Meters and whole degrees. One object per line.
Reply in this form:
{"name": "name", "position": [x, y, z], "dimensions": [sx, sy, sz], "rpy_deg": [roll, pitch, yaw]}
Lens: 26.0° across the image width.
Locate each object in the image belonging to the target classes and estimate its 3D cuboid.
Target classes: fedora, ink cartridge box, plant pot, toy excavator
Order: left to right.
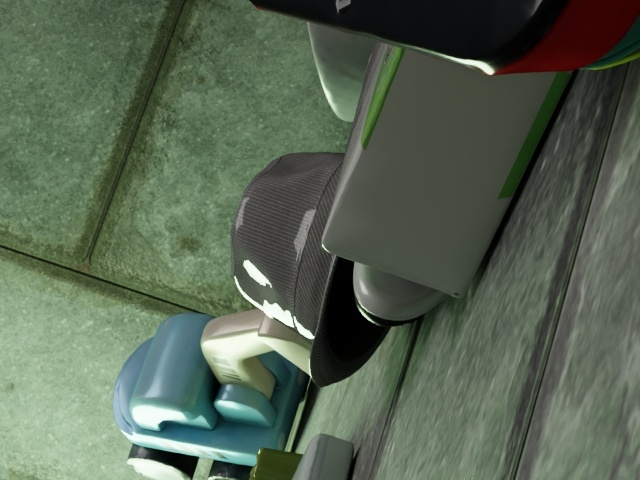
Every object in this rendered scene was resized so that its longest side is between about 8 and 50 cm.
{"name": "toy excavator", "position": [-0.133, 0.195, 1.975], "dimensions": [0.445, 0.433, 0.222], "rpy_deg": [61, -139, -55]}
{"name": "plant pot", "position": [-0.035, 0.255, 1.467], "dimensions": [0.083, 0.079, 0.083], "rpy_deg": [-162, 90, -88]}
{"name": "fedora", "position": [0.000, 0.000, 1.230], "dimensions": [0.275, 0.124, 0.243], "rpy_deg": [8, -81, -72]}
{"name": "ink cartridge box", "position": [0.098, -0.124, 1.025], "dimensions": [0.273, 0.115, 0.198], "rpy_deg": [-75, 5, -55]}

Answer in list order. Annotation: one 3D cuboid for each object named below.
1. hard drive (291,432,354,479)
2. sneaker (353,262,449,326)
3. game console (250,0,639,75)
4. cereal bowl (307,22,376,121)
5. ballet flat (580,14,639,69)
{"name": "hard drive", "position": [-0.049, 0.381, 1.265], "dimensions": [0.233, 0.047, 0.353], "rpy_deg": [112, 176, -46]}
{"name": "sneaker", "position": [0.067, 0.034, 1.088], "dimensions": [0.217, 0.079, 0.121], "rpy_deg": [-61, -11, -56]}
{"name": "game console", "position": [0.053, -0.266, 0.658], "dimensions": [0.386, 0.060, 0.342], "rpy_deg": [-148, 61, -62]}
{"name": "cereal bowl", "position": [0.086, -0.283, 1.357], "dimensions": [0.339, 0.141, 0.339], "rpy_deg": [0, -90, -75]}
{"name": "ballet flat", "position": [0.166, -0.168, 0.588], "dimensions": [0.077, 0.077, 0.231], "rpy_deg": [-45, -13, -42]}
